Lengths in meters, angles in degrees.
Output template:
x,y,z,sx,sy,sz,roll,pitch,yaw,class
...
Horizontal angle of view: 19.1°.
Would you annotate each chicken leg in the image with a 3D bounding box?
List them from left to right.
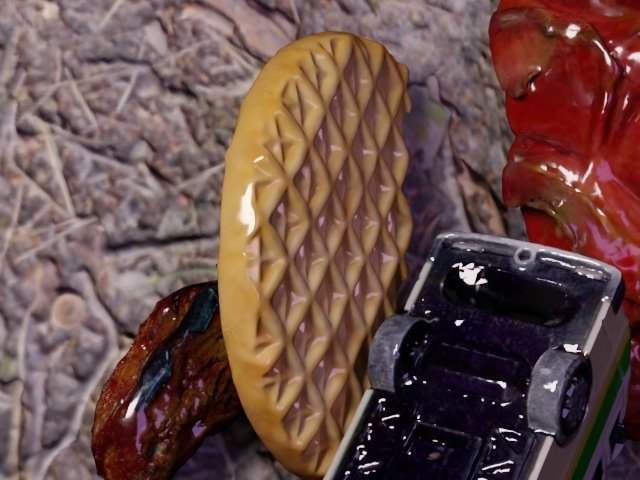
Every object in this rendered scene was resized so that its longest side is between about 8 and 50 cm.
x,y,z,sx,sy,sz,roll,pitch,yaw,class
-0.095,0.129,1.191,0.106,0.051,0.253,30,69,-34,chicken leg

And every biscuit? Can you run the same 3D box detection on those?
x,y,z,sx,sy,sz,roll,pitch,yaw,class
0.000,0.000,1.239,0.204,0.040,0.309,27,65,-57,biscuit

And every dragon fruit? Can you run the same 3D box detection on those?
x,y,z,sx,sy,sz,roll,pitch,yaw,class
0.265,-0.019,1.339,0.228,0.286,0.329,23,80,-45,dragon fruit

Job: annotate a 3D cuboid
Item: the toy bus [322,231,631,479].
x,y,z,sx,sy,sz,roll,pitch,yaw,class
0.099,0.164,1.241,0.305,0.143,0.179,-64,148,-25,toy bus
